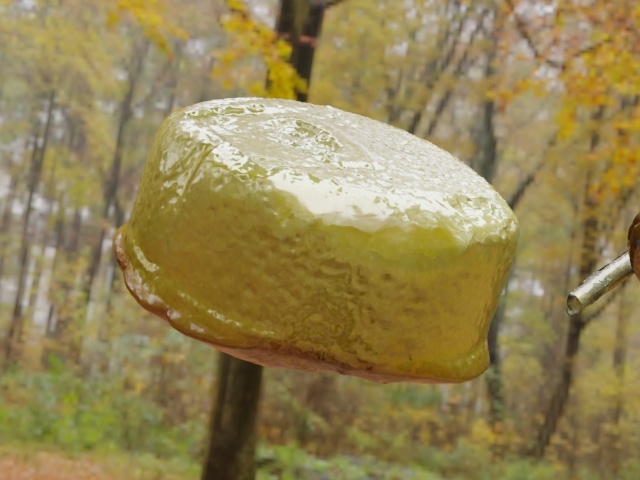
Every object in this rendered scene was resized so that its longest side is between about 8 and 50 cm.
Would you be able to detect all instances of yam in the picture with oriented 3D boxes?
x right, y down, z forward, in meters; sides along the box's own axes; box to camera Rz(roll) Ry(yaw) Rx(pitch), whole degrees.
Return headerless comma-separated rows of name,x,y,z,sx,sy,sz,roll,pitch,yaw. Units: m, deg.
yam,0.168,0.015,0.758,0.014,0.014,0.107,0,22,46

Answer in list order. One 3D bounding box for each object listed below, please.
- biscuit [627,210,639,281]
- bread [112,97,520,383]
biscuit,0.252,-0.005,0.722,0.175,0.026,0.124,-7,-40,11
bread,0.000,0.000,0.914,0.270,0.148,0.270,16,18,-5
